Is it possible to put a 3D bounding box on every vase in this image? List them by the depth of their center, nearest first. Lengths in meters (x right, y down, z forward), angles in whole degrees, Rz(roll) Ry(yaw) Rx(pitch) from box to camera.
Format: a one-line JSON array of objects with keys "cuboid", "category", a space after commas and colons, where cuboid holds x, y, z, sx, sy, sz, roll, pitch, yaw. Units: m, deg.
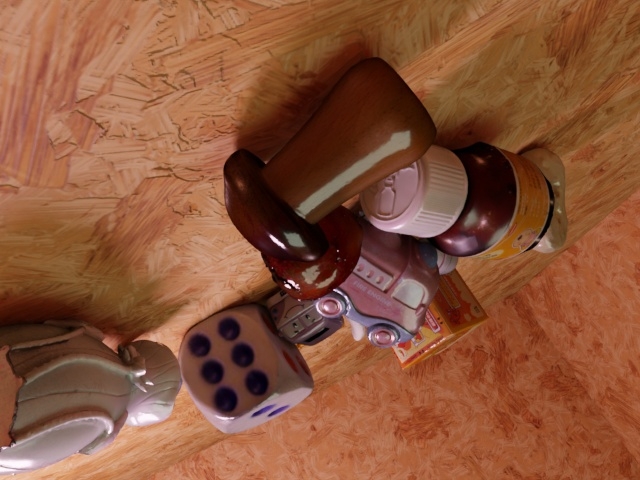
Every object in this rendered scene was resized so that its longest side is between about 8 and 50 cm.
[{"cuboid": [-0.441, 0.271, 0.900, 0.249, 0.250, 0.445, -32, 162, 7], "category": "vase"}]

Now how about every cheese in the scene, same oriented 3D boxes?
[{"cuboid": [0.560, -0.109, 1.297, 0.173, 0.251, 0.248, -16, 139, -30], "category": "cheese"}]

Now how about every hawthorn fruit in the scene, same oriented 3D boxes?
[{"cuboid": [0.000, 0.000, 0.938, 0.235, 0.181, 0.181, -39, 159, -10], "category": "hawthorn fruit"}]

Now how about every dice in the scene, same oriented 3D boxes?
[{"cuboid": [-0.186, 0.320, 1.258, 0.243, 0.259, 0.251, -33, 156, 3], "category": "dice"}]

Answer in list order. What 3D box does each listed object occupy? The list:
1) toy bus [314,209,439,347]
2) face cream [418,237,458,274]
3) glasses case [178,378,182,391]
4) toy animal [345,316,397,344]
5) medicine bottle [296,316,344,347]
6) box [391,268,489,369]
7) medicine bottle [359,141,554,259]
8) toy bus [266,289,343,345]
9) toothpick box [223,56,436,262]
[{"cuboid": [0.133, 0.069, 1.085, 0.232, 0.294, 0.197, -53, -170, 31], "category": "toy bus"}, {"cuboid": [0.340, 0.045, 1.466, 0.104, 0.117, 0.117, 12, 136, -34], "category": "face cream"}, {"cuboid": [-0.476, 0.452, 1.438, 0.109, 0.067, 0.282, -9, 152, -35], "category": "glasses case"}, {"cuboid": [0.158, 0.142, 1.378, 0.249, 0.174, 0.289, -53, 141, -27], "category": "toy animal"}, {"cuboid": [-0.029, 0.262, 1.523, 0.191, 0.096, 0.096, -24, 157, -16], "category": "medicine bottle"}, {"cuboid": [0.321, 0.213, 1.587, 0.213, 0.284, 0.260, -12, 152, -38], "category": "box"}, {"cuboid": [0.260, -0.084, 0.980, 0.394, 0.243, 0.242, 5, 142, -35], "category": "medicine bottle"}, {"cuboid": [-0.037, 0.189, 1.298, 0.141, 0.142, 0.202, -32, 158, 8], "category": "toy bus"}, {"cuboid": [0.006, -0.102, 0.690, 0.294, 0.192, 0.192, -39, 156, 9], "category": "toothpick box"}]
